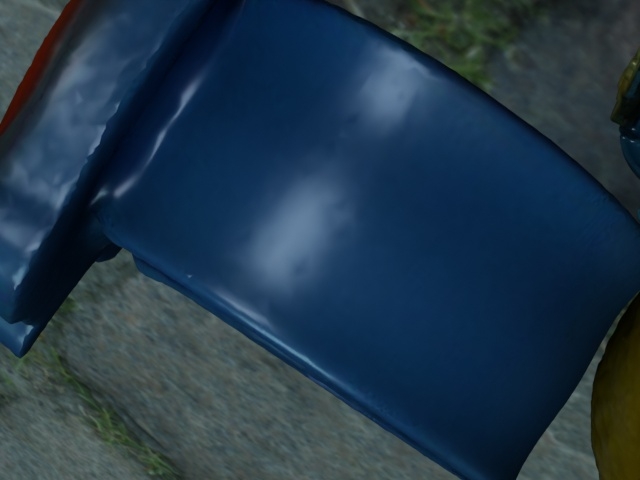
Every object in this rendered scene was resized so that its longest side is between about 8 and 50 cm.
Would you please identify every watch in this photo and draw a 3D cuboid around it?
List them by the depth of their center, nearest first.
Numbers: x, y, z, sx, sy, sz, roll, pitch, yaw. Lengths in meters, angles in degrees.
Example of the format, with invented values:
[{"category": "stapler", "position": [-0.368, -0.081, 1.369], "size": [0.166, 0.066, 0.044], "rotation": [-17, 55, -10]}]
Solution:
[{"category": "watch", "position": [0.000, 0.000, 0.738], "size": [0.274, 0.241, 0.305], "rotation": [32, 177, 7]}]

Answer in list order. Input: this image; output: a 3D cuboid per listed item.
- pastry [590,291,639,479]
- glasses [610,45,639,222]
[{"category": "pastry", "position": [0.274, 0.125, 0.689], "size": [0.356, 0.164, 0.356], "rotation": [31, 152, 19]}, {"category": "glasses", "position": [0.209, -0.107, 0.574], "size": [0.239, 0.102, 0.206], "rotation": [4, 107, 41]}]
